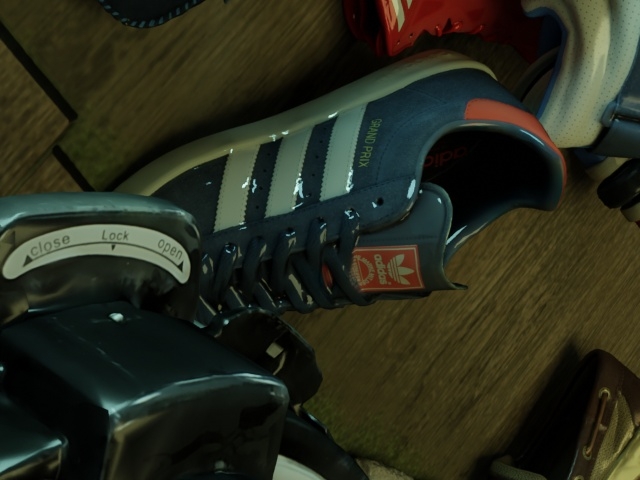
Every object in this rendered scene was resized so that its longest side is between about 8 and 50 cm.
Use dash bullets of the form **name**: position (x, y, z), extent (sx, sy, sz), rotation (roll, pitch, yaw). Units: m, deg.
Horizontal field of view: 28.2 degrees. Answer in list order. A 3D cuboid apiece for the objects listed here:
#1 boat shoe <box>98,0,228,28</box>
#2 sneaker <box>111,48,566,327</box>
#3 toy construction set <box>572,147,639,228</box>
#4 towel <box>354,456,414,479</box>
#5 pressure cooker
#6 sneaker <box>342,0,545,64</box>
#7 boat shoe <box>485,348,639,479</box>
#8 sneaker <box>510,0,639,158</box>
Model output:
- **boat shoe**: position (-0.038, -0.198, 0.636), extent (0.109, 0.089, 0.258), rotation (30, 124, -22)
- **sneaker**: position (0.000, 0.000, 0.793), extent (0.350, 0.148, 0.131), rotation (-31, 136, -15)
- **toy construction set**: position (0.409, -0.114, 1.119), extent (0.237, 0.309, 0.257), rotation (-42, 163, -40)
- **towel**: position (0.019, 0.331, 1.113), extent (0.187, 0.049, 0.282), rotation (33, 84, -52)
- **pressure cooker**: position (-0.171, 0.161, 0.507), extent (0.375, 0.420, 0.369), rotation (-45, 138, -22)
- **sneaker**: position (0.087, -0.164, 0.904), extent (0.128, 0.087, 0.221), rotation (-51, 128, -3)
- **boat shoe**: position (0.204, 0.256, 1.248), extent (0.123, 0.123, 0.342), rotation (43, 81, -20)
- **sneaker**: position (0.253, -0.082, 0.912), extent (0.130, 0.236, 0.322), rotation (-88, 162, -52)
